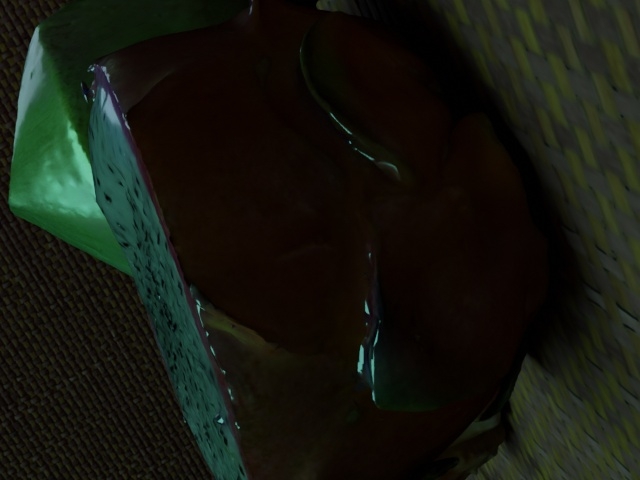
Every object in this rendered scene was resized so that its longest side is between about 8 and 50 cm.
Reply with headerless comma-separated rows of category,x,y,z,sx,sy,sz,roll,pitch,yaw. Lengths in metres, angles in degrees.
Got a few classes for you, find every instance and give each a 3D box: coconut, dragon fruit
coconut,-0.123,-0.073,0.928,0.205,0.235,0.236,60,173,28
dragon fruit,0.000,0.000,0.650,0.291,0.189,0.291,60,165,28

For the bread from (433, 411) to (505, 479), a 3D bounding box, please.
bread,0.034,0.084,0.893,0.244,0.123,0.190,61,174,-3
